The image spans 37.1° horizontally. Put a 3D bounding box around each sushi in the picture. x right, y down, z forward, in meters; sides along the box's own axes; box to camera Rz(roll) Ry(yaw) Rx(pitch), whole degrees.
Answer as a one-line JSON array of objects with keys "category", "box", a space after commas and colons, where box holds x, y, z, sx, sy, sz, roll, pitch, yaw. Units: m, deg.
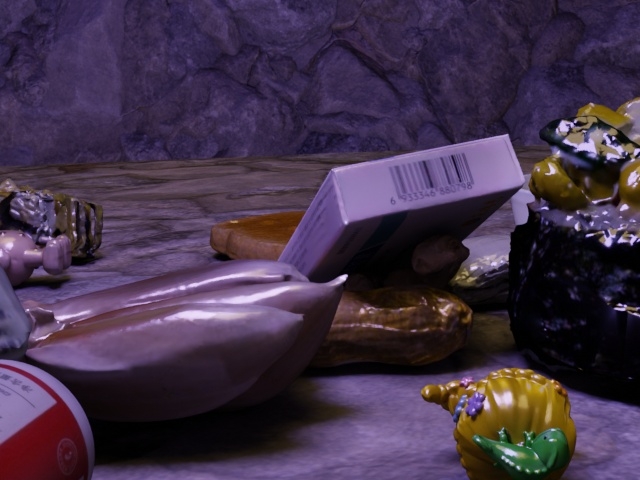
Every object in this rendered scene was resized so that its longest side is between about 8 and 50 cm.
[{"category": "sushi", "box": [0.347, -0.019, 0.974, 0.327, 0.285, 0.328, 8, 17, 41]}, {"category": "sushi", "box": [-0.497, -0.039, 1.559, 0.290, 0.139, 0.131, 3, -3, 20]}]

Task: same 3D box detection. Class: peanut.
[{"category": "peanut", "box": [0.055, 0.090, 0.993, 0.206, 0.087, 0.087, -3, 12, 5]}]

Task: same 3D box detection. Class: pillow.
[{"category": "pillow", "box": [0.213, 0.034, 1.249, 0.134, 0.078, 0.181, -9, 12, -5]}]

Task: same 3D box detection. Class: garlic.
[{"category": "garlic", "box": [-0.138, 0.093, 0.895, 0.325, 0.132, 0.279, -6, 13, -5]}]

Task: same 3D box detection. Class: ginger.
[{"category": "ginger", "box": [0.087, 0.052, 1.082, 0.149, 0.065, 0.259, -11, -13, -8]}]

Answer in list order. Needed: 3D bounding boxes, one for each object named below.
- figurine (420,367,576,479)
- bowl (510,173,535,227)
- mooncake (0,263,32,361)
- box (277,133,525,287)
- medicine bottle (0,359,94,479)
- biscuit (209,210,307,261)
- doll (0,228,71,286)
[{"category": "figurine", "box": [0.128, 0.138, 0.710, 0.114, 0.095, 0.156, 11, 10, 8]}, {"category": "bowl", "box": [0.392, -0.015, 1.290, 0.277, 0.145, 0.277, 0, 12, 0]}, {"category": "mooncake", "box": [-0.377, 0.097, 0.719, 0.250, 0.136, 0.254, -28, -6, 38]}, {"category": "box", "box": [0.071, -0.009, 1.090, 0.200, 0.065, 0.343, -13, -15, -16]}, {"category": "medicine bottle", "box": [-0.242, 0.165, 0.563, 0.131, 0.131, 0.250, 1, 11, 14]}, {"category": "biscuit", "box": [0.000, 0.002, 1.492, 0.287, 0.057, 0.343, -11, 14, -34]}, {"category": "doll", "box": [-0.507, 0.015, 1.392, 0.278, 0.119, 0.154, 1, 7, -9]}]
